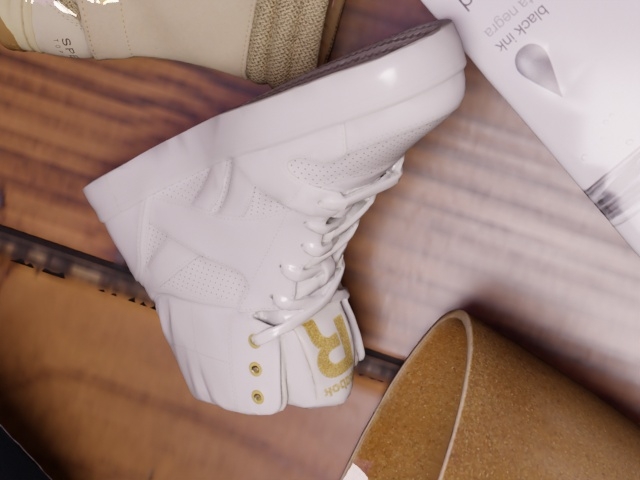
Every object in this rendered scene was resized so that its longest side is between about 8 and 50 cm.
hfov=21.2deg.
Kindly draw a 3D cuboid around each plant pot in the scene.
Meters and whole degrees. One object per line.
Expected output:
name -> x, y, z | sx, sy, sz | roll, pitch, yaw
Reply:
plant pot -> 0.137, 0.193, 0.882 | 0.254, 0.237, 0.237 | 24, 97, -5

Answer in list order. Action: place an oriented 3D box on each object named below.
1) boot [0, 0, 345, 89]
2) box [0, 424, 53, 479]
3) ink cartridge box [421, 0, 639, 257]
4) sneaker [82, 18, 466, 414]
boot -> -0.066, -0.219, 0.947 | 0.203, 0.095, 0.262 | 12, 97, 10
box -> -0.308, 0.266, 0.893 | 0.395, 0.212, 0.293 | -26, 129, 10
ink cartridge box -> 0.207, -0.102, 0.862 | 0.211, 0.121, 0.289 | -41, 86, 11
sneaker -> 0.000, 0.000, 0.895 | 0.292, 0.108, 0.169 | -22, 94, 53
